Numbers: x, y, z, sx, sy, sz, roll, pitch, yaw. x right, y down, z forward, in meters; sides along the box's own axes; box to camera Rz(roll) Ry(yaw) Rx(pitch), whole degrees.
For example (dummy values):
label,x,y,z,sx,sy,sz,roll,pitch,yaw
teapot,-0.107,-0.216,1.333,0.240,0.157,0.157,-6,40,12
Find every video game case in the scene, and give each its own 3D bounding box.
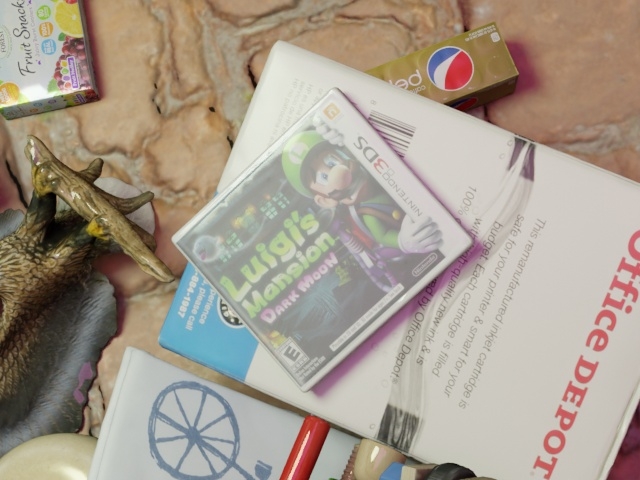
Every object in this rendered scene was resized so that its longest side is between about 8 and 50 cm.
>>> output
label,x,y,z,sx,sy,sz,roll,pitch,yaw
video game case,0.000,0.000,1.126,0.190,0.022,0.173,-42,83,9

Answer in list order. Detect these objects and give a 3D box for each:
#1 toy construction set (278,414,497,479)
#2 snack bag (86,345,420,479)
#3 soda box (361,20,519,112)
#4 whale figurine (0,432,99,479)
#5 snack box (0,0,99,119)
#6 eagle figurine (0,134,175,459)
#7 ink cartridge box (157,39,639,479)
label,x,y,z,sx,sy,sz,roll,pitch,yaw
toy construction set,0.083,0.303,1.072,0.308,0.257,0.237,20,77,19
snack bag,-0.047,0.282,1.146,0.342,0.037,0.323,23,55,-18
soda box,0.098,-0.147,1.334,0.181,0.058,0.061,-21,78,-1
whale figurine,-0.184,0.292,1.201,0.272,0.141,0.216,39,90,13
snack box,-0.286,-0.202,1.382,0.100,0.037,0.141,-12,76,2
eagle figurine,-0.294,0.054,1.270,0.298,0.225,0.226,-52,33,21
ink cartridge box,0.101,0.033,1.205,0.395,0.166,0.285,23,95,9
